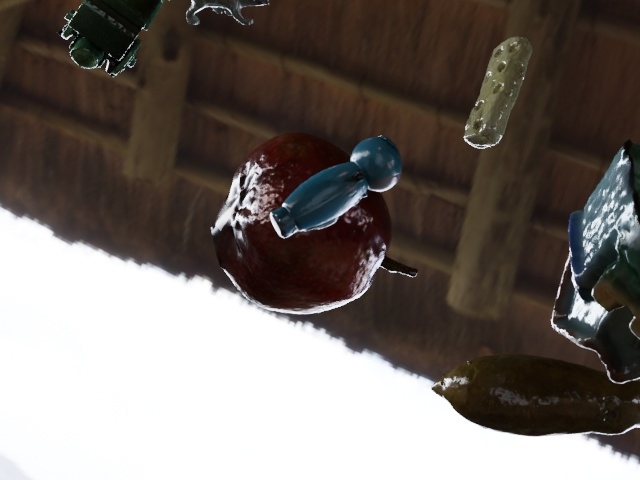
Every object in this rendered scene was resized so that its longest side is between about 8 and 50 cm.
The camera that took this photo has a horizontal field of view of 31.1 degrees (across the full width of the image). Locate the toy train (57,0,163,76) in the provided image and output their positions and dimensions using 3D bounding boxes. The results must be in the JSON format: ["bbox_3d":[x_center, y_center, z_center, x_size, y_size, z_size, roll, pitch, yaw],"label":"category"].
[{"bbox_3d":[-0.188,-0.260,1.173,0.083,0.200,0.132,33,-39,-17],"label":"toy train"}]

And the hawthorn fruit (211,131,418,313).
[{"bbox_3d":[0.000,0.000,1.456,0.266,0.210,0.230,29,-49,-11],"label":"hawthorn fruit"}]

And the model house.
[{"bbox_3d":[0.387,0.093,1.266,0.295,0.251,0.329,15,-40,-13],"label":"model house"}]

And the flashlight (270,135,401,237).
[{"bbox_3d":[0.013,-0.047,1.004,0.051,0.129,0.051,56,-13,19],"label":"flashlight"}]

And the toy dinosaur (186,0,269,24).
[{"bbox_3d":[-0.177,-0.360,1.688,0.209,0.039,0.082,1,-49,11],"label":"toy dinosaur"}]

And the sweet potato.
[{"bbox_3d":[0.384,0.244,1.785,0.423,0.130,0.130,4,-19,-7],"label":"sweet potato"}]

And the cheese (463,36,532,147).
[{"bbox_3d":[0.253,-0.212,1.630,0.043,0.194,0.065,36,-32,-20],"label":"cheese"}]
